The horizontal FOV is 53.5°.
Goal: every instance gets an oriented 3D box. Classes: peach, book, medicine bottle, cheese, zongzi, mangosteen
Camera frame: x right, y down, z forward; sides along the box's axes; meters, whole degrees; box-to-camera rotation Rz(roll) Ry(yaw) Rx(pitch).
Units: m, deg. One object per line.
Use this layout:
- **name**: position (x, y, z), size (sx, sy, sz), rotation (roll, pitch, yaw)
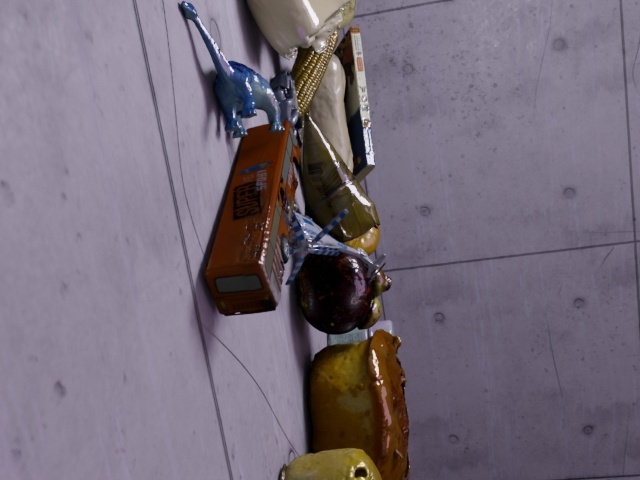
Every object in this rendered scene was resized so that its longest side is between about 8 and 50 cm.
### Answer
- **peach**: position (0.089, -0.028, 1.832), size (0.179, 0.103, 0.179), rotation (19, 55, -29)
- **book**: position (0.064, -0.347, 1.824), size (0.300, 0.039, 0.428), rotation (138, -49, -62)
- **medicine bottle**: position (0.111, 0.277, 1.667), size (0.135, 0.168, 0.135), rotation (-8, 90, -81)
- **cheese**: position (0.014, -0.297, 1.651), size (0.328, 0.129, 0.351), rotation (-74, 160, -77)
- **zongzi**: position (-0.003, -0.125, 1.427), size (0.289, 0.123, 0.260), rotation (61, -18, -3)
- **cheese**: position (-0.038, -0.481, 1.259), size (0.266, 0.127, 0.233), rotation (-50, 119, -47)
- **mangosteen**: position (0.057, 0.099, 1.336), size (0.192, 0.217, 0.192), rotation (176, -90, -72)

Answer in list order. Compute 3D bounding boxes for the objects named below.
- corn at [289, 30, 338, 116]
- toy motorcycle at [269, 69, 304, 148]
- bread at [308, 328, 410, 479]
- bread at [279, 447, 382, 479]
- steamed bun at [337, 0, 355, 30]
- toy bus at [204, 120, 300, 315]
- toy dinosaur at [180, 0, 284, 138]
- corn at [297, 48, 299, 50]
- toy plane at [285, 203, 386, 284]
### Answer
- **corn**: position (-0.028, -0.382, 1.419), size (0.080, 0.080, 0.231), rotation (42, 71, -76)
- **toy motorcycle**: position (-0.072, -0.270, 1.316), size (0.124, 0.061, 0.194), rotation (23, 60, -76)
- **bread**: position (0.086, 0.374, 1.361), size (0.337, 0.204, 0.359), rotation (57, 31, -75)
- **bread**: position (0.028, 0.440, 1.036), size (0.197, 0.170, 0.197), rotation (-6, 90, -79)
- **steamed bun**: position (-0.002, -0.737, 1.800), size (0.273, 0.166, 0.232), rotation (75, -1, -67)
- **toy bus**: position (-0.089, -0.053, 0.955), size (0.409, 0.093, 0.092), rotation (-87, 164, -52)
- **toy dinosaur**: position (-0.118, -0.218, 0.968), size (0.329, 0.076, 0.145), rotation (31, 45, -65)
- **corn**: position (-0.069, -0.479, 1.437), size (0.238, 0.080, 0.080), rotation (-47, 129, -80)
- **toy plane**: position (0.007, -0.008, 1.169), size (0.107, 0.273, 0.182), rotation (56, -45, 41)
